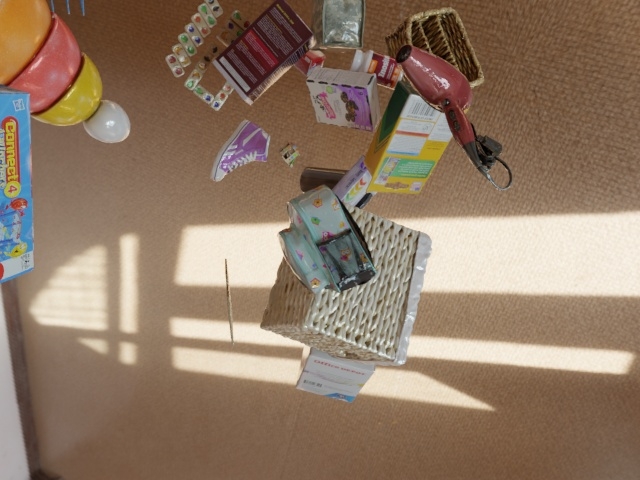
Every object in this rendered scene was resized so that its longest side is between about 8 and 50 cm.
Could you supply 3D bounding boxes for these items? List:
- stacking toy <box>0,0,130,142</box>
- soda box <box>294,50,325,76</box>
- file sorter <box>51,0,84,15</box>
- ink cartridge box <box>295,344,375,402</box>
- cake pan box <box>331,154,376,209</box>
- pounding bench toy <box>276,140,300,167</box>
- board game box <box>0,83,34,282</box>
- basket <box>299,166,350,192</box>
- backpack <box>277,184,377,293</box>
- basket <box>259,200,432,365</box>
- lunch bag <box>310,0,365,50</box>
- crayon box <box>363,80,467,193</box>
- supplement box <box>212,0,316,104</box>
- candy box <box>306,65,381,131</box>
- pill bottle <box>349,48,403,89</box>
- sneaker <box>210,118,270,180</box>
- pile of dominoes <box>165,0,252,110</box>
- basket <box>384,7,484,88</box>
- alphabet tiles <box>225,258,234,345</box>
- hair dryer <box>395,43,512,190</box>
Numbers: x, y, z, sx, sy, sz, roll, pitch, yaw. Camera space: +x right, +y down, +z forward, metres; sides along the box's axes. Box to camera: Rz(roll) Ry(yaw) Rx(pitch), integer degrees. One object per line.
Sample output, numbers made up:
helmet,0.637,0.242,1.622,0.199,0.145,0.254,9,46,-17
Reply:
stacking toy,-0.676,-0.403,1.082,0.351,0.350,0.480,-10,149,27
soda box,-0.102,-0.809,1.831,0.263,0.092,0.083,46,144,16
file sorter,-0.773,-0.725,1.238,0.104,0.170,0.118,-33,69,60
ink cartridge box,0.052,0.355,1.377,0.198,0.197,0.270,15,140,-2
cake pan box,0.135,-0.190,1.758,0.246,0.267,0.070,-46,70,2
pounding bench toy,-0.110,-0.322,1.631,0.065,0.083,0.052,-39,49,3
board game box,-0.614,-0.119,0.695,0.308,0.086,0.301,19,112,13
basket,0.032,-0.261,1.992,0.227,0.204,0.154,13,86,24
backpack,0.000,0.000,0.790,0.144,0.166,0.188,-19,92,-7
basket,0.054,0.111,1.090,0.266,0.331,0.328,25,159,-19
lunch bag,0.057,-0.796,1.463,0.169,0.235,0.287,-3,109,-12
crayon box,0.261,-0.287,1.266,0.323,0.203,0.083,113,147,-41
supplement box,-0.143,-0.483,1.117,0.239,0.073,0.130,-40,91,8
candy box,0.072,-0.420,1.295,0.196,0.070,0.165,16,153,24
pill bottle,0.168,-0.514,1.295,0.152,0.086,0.086,15,119,-6
sneaker,-0.305,-0.328,1.710,0.161,0.102,0.282,33,84,0
pile of dominoes,-0.291,-0.518,1.198,0.196,0.040,0.251,34,93,-30
basket,0.383,-0.631,1.496,0.223,0.213,0.299,-22,86,41
alphabet tiles,-0.259,0.174,1.232,0.009,0.237,0.198,-5,103,-12
hair dryer,0.246,-0.236,0.770,0.293,0.223,0.080,43,118,-7
